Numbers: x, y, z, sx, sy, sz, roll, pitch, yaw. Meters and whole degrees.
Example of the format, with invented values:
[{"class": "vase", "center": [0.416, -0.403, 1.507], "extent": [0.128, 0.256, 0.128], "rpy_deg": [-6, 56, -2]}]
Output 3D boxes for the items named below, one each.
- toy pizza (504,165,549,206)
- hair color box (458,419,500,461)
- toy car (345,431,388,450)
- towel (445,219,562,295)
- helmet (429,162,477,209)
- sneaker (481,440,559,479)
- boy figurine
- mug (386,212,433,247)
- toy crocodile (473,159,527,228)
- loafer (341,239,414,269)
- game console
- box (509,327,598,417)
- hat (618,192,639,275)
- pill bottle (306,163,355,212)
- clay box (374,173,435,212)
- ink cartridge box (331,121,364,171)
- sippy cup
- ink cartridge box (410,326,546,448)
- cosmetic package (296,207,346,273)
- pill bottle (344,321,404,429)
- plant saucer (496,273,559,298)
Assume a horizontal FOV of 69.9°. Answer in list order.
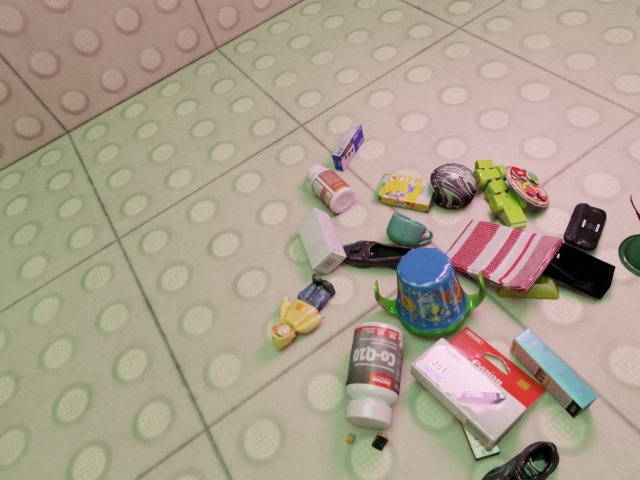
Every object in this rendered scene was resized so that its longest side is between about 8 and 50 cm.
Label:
[{"class": "toy pizza", "center": [0.754, -0.203, 1.657], "extent": [0.202, 0.032, 0.201], "rpy_deg": [19, 45, -20]}, {"class": "hair color box", "center": [0.440, 0.534, 1.287], "extent": [0.072, 0.043, 0.141], "rpy_deg": [-17, 52, 3]}, {"class": "toy car", "center": [0.138, 0.569, 1.337], "extent": [0.122, 0.060, 0.040], "rpy_deg": [10, 27, 14]}, {"class": "towel", "center": [0.593, 0.039, 1.537], "extent": [0.237, 0.037, 0.329], "rpy_deg": [-47, 39, -19]}, {"class": "helmet", "center": [0.498, -0.210, 1.721], "extent": [0.170, 0.161, 0.169], "rpy_deg": [-7, 54, 10]}, {"class": "sneaker", "center": [0.505, 0.607, 1.181], "extent": [0.267, 0.106, 0.101], "rpy_deg": [-38, 56, -11]}, {"class": "boy figurine", "center": [-0.078, 0.249, 1.599], "extent": [0.177, 0.092, 0.285], "rpy_deg": [32, 65, 28]}, {"class": "mug", "center": [0.317, -0.026, 1.662], "extent": [0.158, 0.129, 0.097], "rpy_deg": [29, 103, 22]}, {"class": "toy crocodile", "center": [0.657, -0.176, 1.699], "extent": [0.115, 0.105, 0.340], "rpy_deg": [-13, 58, -8]}, {"class": "loafer", "center": [0.208, 0.041, 1.662], "extent": [0.303, 0.095, 0.109], "rpy_deg": [7, 59, 19]}, {"class": "game console", "center": [0.877, 0.013, 1.524], "extent": [0.213, 0.044, 0.361], "rpy_deg": [28, 59, 16]}, {"class": "box", "center": [0.656, 0.374, 1.306], "extent": [0.060, 0.100, 0.244], "rpy_deg": [-32, 54, -9]}, {"class": "hat", "center": [1.036, -0.001, 1.416], "extent": [0.209, 0.183, 0.172], "rpy_deg": [17, 62, 25]}, {"class": "pill bottle", "center": [0.036, -0.219, 1.876], "extent": [0.121, 0.121, 0.216], "rpy_deg": [-34, 54, -10]}, {"class": "clay box", "center": [0.339, -0.192, 1.819], "extent": [0.222, 0.053, 0.127], "rpy_deg": [14, 60, 25]}, {"class": "ink cartridge box", "center": [0.122, -0.410, 2.003], "extent": [0.046, 0.097, 0.207], "rpy_deg": [18, 62, 25]}, {"class": "sippy cup", "center": [0.340, 0.149, 1.449], "extent": [0.306, 0.224, 0.240], "rpy_deg": [-31, 42, -9]}, {"class": "ink cartridge box", "center": [0.458, 0.395, 1.328], "extent": [0.261, 0.066, 0.296], "rpy_deg": [-32, 51, -23]}, {"class": "cosmetic package", "center": [0.000, 0.000, 1.729], "extent": [0.117, 0.086, 0.231], "rpy_deg": [-43, 47, 27]}, {"class": "pill bottle", "center": [0.162, 0.404, 1.379], "extent": [0.162, 0.161, 0.283], "rpy_deg": [2, 56, 16]}, {"class": "plant saucer", "center": [0.686, 0.099, 1.526], "extent": [0.188, 0.045, 0.188], "rpy_deg": [1, 56, 15]}]
